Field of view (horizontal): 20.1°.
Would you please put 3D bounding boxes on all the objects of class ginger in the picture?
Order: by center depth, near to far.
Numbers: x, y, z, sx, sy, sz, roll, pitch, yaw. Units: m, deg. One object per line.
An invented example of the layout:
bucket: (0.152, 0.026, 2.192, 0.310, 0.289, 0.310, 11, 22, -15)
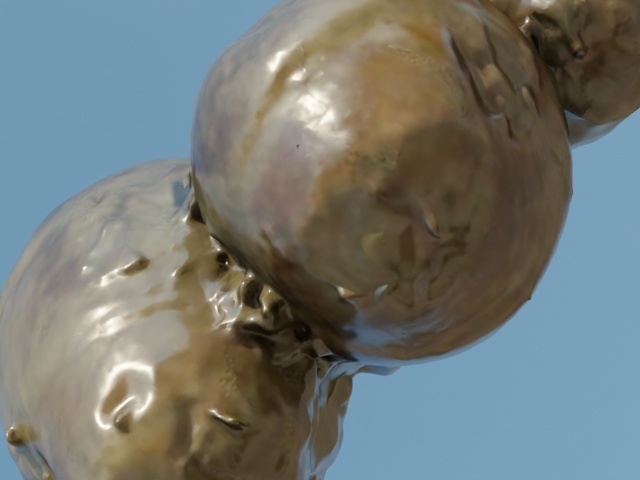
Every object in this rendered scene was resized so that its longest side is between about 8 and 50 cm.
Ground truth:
ginger: (0.000, 0.000, 0.682, 0.155, 0.304, 0.244, 49, -162, -4)
